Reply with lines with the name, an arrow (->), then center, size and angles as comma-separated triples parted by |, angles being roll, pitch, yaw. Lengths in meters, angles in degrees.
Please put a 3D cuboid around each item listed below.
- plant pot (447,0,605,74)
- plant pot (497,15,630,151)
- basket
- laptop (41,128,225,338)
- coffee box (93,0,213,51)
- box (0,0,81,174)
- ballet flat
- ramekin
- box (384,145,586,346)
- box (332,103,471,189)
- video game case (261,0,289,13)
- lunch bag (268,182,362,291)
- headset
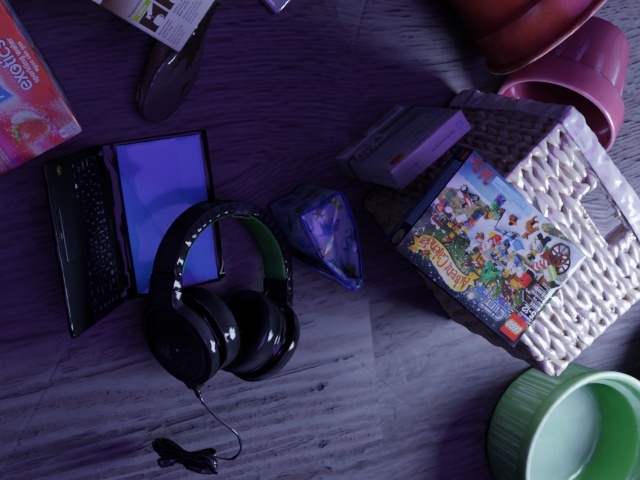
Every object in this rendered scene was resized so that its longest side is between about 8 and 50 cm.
plant pot -> 0.274, -0.440, 1.431 | 0.265, 0.272, 0.272 | 43, 80, -17
plant pot -> 0.414, -0.261, 1.563 | 0.201, 0.201, 0.180 | 42, 65, -25
basket -> 0.288, -0.020, 1.468 | 0.266, 0.331, 0.328 | -43, 113, -7
laptop -> -0.247, -0.018, 1.316 | 0.137, 0.264, 0.234 | -4, 102, 13
coffee box -> -0.282, -0.370, 1.159 | 0.297, 0.168, 0.119 | 25, 105, -48
box -> -0.411, -0.224, 1.150 | 0.123, 0.128, 0.257 | -30, 136, -6
ballet flat -> -0.201, -0.286, 1.342 | 0.084, 0.058, 0.249 | 14, 100, -62
ramekin -> 0.444, 0.361, 1.698 | 0.304, 0.148, 0.303 | -4, 101, -24
box -> 0.219, 0.010, 1.251 | 0.233, 0.044, 0.159 | 39, 89, -23
box -> 0.119, -0.145, 1.437 | 0.145, 0.186, 0.038 | -42, 113, -14
video game case -> -0.072, -0.472, 1.383 | 0.193, 0.023, 0.212 | -49, 114, -10
lunch bag -> 0.000, 0.000, 1.439 | 0.096, 0.129, 0.151 | -33, 113, -16
headset -> -0.162, 0.137, 1.377 | 0.243, 0.185, 0.394 | 6, 88, -50
